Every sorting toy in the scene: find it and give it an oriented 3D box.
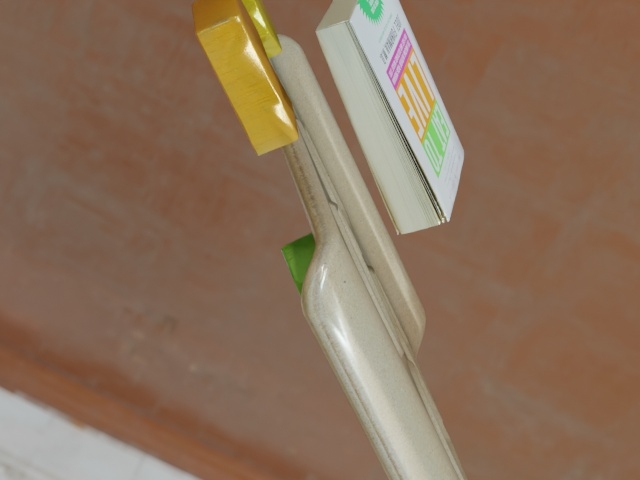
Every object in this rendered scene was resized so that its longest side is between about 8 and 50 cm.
[{"bbox_3d":[0.000,0.000,0.834,0.041,0.229,0.307,-23,122,6],"label":"sorting toy"}]

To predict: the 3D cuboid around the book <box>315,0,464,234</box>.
[{"bbox_3d":[0.045,-0.090,1.118,0.035,0.096,0.144,-14,118,24],"label":"book"}]
